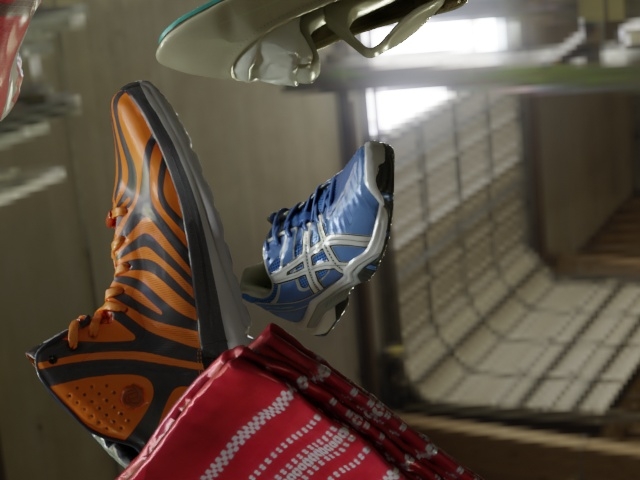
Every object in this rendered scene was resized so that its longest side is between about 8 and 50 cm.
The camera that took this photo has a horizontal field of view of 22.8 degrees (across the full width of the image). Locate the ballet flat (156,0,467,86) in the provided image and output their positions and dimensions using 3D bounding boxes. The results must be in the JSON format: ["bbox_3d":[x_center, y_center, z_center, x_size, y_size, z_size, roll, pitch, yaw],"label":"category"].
[{"bbox_3d":[0.002,-0.164,1.189,0.248,0.086,0.086,-24,-162,-9],"label":"ballet flat"}]

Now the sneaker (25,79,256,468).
[{"bbox_3d":[-0.161,0.035,1.285,0.180,0.321,0.124,-17,168,-6],"label":"sneaker"}]

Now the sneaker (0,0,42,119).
[{"bbox_3d":[-0.310,-0.165,1.381,0.116,0.314,0.136,17,-125,-2],"label":"sneaker"}]

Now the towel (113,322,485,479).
[{"bbox_3d":[0.024,0.173,0.751,0.199,0.275,0.031,-47,-170,38],"label":"towel"}]

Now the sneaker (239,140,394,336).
[{"bbox_3d":[0.000,0.000,1.242,0.081,0.211,0.080,17,-135,-12],"label":"sneaker"}]
